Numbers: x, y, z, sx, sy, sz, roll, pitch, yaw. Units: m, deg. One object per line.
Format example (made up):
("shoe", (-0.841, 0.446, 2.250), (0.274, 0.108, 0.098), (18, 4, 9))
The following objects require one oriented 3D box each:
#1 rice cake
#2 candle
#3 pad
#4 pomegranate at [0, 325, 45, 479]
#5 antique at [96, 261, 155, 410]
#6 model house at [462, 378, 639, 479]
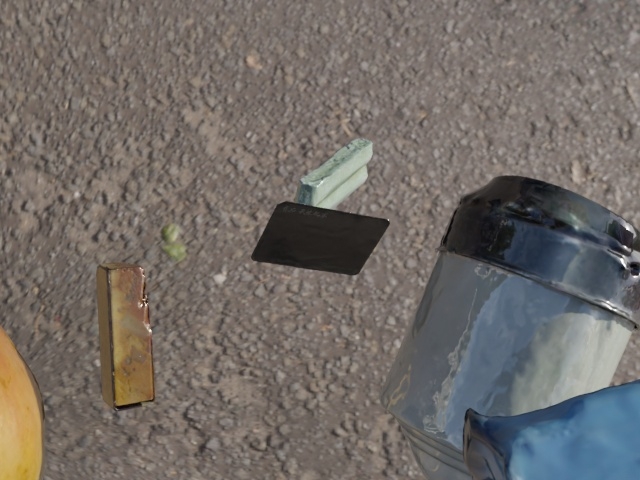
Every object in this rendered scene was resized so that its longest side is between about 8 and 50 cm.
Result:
("rice cake", (0.020, -0.088, 1.272), (0.040, 0.085, 0.226), (21, 31, 17))
("candle", (0.187, 0.124, 0.852), (0.221, 0.221, 0.343), (26, 86, -17))
("pad", (0.000, 0.000, 1.064), (0.157, 0.112, 0.003), (9, 43, -23))
("pomegranate", (-0.464, 0.192, 0.759), (0.411, 0.411, 0.412), (5, 77, -23))
("antique", (-0.417, 0.199, 1.780), (0.093, 0.087, 0.310), (-6, 100, -31))
("model house", (0.256, 0.200, 0.514), (0.303, 0.215, 0.237), (-18, 55, 2))
